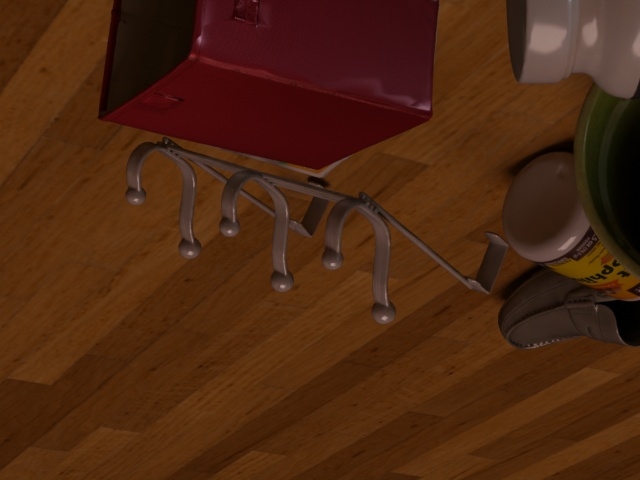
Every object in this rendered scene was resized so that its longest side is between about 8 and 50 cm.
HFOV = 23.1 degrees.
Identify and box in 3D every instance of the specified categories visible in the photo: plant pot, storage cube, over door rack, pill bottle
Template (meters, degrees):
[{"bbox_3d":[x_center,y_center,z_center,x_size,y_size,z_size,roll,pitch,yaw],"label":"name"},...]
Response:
[{"bbox_3d":[0.381,-0.045,1.437,0.276,0.276,0.254,-8,164,12],"label":"plant pot"},{"bbox_3d":[-0.035,-0.173,1.160,0.193,0.184,0.215,12,165,-26],"label":"storage cube"},{"bbox_3d":[0.000,0.000,1.450,0.239,0.108,0.324,18,-178,31],"label":"over door rack"},{"bbox_3d":[0.290,-0.191,1.210,0.278,0.162,0.162,-2,154,0],"label":"pill bottle"},{"bbox_3d":[0.297,-0.007,1.629,0.215,0.117,0.117,21,145,-39],"label":"pill bottle"}]

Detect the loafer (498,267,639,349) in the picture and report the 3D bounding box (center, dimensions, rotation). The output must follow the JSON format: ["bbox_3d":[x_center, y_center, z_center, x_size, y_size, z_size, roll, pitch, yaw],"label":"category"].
[{"bbox_3d":[0.334,0.071,1.795,0.112,0.111,0.319,20,146,-36],"label":"loafer"}]

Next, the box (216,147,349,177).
[{"bbox_3d":[-0.053,-0.143,1.350,0.203,0.103,0.114,15,150,-30],"label":"box"}]
